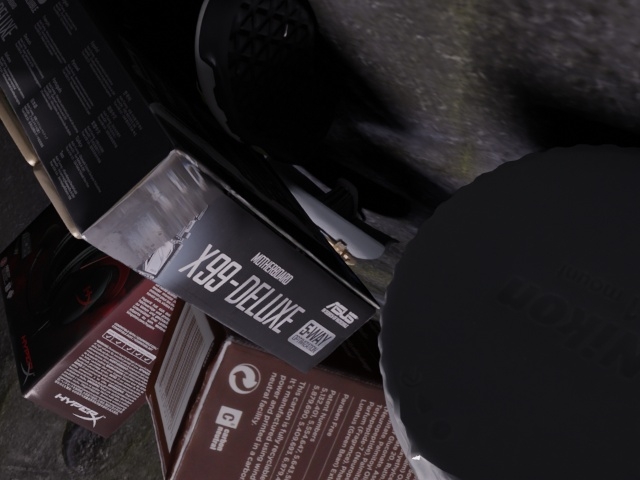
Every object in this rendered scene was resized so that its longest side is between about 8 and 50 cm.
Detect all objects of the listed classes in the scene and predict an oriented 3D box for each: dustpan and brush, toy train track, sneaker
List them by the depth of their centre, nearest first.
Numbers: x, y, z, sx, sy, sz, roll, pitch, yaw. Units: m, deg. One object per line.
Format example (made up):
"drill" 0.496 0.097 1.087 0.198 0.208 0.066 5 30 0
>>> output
"sneaker" -0.057 -0.107 0.661 0.097 0.084 0.234 29 173 14
"toy train track" 0.000 0.000 1.032 0.083 0.014 0.048 40 168 -4
"dustpan and brush" 0.022 -0.027 1.054 0.147 0.060 0.211 36 167 11

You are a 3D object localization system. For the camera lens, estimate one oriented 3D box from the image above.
"camera lens" 0.166 0.098 0.598 0.219 0.219 0.274 25 164 31

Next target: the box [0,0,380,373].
"box" -0.114 -0.072 0.714 0.242 0.076 0.307 40 -170 -51

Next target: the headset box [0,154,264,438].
"headset box" -0.164 0.006 0.995 0.110 0.293 0.218 39 -167 -40

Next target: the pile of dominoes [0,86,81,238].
"pile of dominoes" -0.190 -0.102 0.793 0.251 0.040 0.196 58 -172 4

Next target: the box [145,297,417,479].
"box" 0.056 0.159 0.873 0.381 0.143 0.191 18 -170 -18
